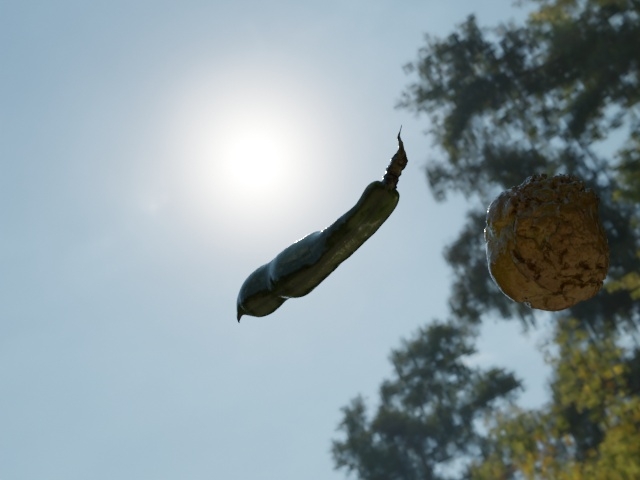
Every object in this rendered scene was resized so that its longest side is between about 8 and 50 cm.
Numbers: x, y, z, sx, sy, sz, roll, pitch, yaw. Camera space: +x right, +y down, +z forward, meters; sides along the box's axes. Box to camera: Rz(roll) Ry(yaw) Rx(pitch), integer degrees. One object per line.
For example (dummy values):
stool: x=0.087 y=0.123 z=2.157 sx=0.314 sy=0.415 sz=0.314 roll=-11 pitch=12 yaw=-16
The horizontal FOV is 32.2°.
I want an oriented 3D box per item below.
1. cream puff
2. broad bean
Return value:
cream puff: x=0.309 y=-0.003 z=1.467 sx=0.189 sy=0.189 sz=0.129 roll=-4 pitch=-19 yaw=-32
broad bean: x=-0.001 y=0.007 z=1.253 sx=0.056 sy=0.098 sz=0.318 roll=35 pitch=-58 yaw=-19
